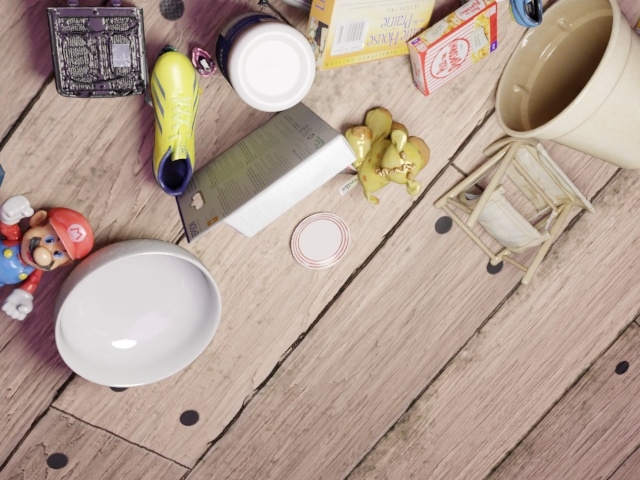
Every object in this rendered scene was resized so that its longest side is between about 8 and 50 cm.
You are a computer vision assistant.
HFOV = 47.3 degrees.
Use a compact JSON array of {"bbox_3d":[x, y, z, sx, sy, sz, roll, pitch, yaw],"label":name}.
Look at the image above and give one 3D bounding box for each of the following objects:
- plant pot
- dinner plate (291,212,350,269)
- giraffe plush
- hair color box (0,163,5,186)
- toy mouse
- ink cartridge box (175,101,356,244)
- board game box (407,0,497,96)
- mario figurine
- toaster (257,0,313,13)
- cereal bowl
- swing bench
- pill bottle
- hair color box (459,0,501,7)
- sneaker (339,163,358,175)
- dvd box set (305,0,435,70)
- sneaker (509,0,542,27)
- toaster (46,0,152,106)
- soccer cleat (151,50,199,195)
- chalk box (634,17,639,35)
[{"bbox_3d":[0.596,-0.308,1.536,0.305,0.334,0.333,23,105,-21],"label":"plant pot"},{"bbox_3d":[0.000,0.000,1.679,0.141,0.017,0.141,-7,116,-14],"label":"dinner plate"},{"bbox_3d":[0.151,-0.174,1.524,0.181,0.170,0.210,42,69,-26],"label":"giraffe plush"},{"bbox_3d":[-0.726,-0.227,1.300,0.174,0.105,0.347,-22,117,-8],"label":"hair color box"},{"bbox_3d":[-0.266,-0.346,1.432,0.161,0.031,0.143,-13,117,-12],"label":"toy mouse"},{"bbox_3d":[-0.121,-0.125,1.410,0.330,0.324,0.071,-36,117,1],"label":"ink cartridge box"},{"bbox_3d":[0.278,-0.406,1.522,0.193,0.045,0.147,-35,153,-3],"label":"board game box"},{"bbox_3d":[-0.596,0.038,1.418,0.321,0.170,0.198,-23,153,2],"label":"mario figurine"},{"bbox_3d":[-0.007,-0.516,1.382,0.146,0.129,0.227,19,106,-26],"label":"toaster"},{"bbox_3d":[-0.388,0.135,1.534,0.339,0.141,0.339,-12,124,-19],"label":"cereal bowl"},{"bbox_3d":[0.457,-0.080,1.708,0.254,0.165,0.253,-48,117,1],"label":"swing bench"},{"bbox_3d":[-0.112,-0.340,1.351,0.153,0.264,0.153,-6,114,-13],"label":"pill bottle"},{"bbox_3d":[0.325,-0.569,1.504,0.093,0.053,0.167,-21,117,-9],"label":"hair color box"},{"bbox_3d":[0.031,-0.171,1.600,0.158,0.061,0.065,20,137,-29],"label":"sneaker"},{"bbox_3d":[0.127,-0.532,1.328,0.308,0.062,0.420,-23,138,-40],"label":"dvd box set"},{"bbox_3d":[0.424,-0.548,1.529,0.069,0.082,0.209,-26,117,-3],"label":"sneaker"},{"bbox_3d":[-0.404,-0.345,1.344,0.168,0.110,0.185,-5,114,-14],"label":"toaster"},{"bbox_3d":[-0.275,-0.217,1.406,0.093,0.121,0.289,-4,129,-19],"label":"soccer cleat"},{"bbox_3d":[0.808,-0.430,1.626,0.132,0.213,0.132,15,108,-23],"label":"chalk box"}]
